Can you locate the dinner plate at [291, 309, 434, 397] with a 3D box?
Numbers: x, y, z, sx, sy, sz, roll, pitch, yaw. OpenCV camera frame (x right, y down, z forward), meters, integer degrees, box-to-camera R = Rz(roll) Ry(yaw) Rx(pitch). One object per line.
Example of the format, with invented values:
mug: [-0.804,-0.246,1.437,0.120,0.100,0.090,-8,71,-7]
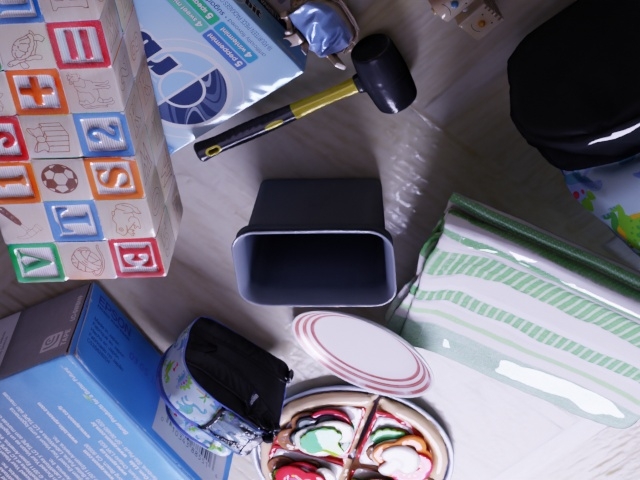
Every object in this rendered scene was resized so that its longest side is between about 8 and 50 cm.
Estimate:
dinner plate: [0.040,0.100,1.624,0.141,0.017,0.141,20,151,11]

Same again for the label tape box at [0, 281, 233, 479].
label tape box: [-0.289,0.201,1.717,0.333,0.106,0.241,-22,125,25]

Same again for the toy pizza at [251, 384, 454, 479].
toy pizza: [0.031,0.219,1.746,0.201,0.032,0.201,3,131,4]

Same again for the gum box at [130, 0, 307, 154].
gum box: [-0.130,-0.154,1.429,0.184,0.041,0.157,-28,123,29]

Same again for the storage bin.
storage bin: [0.000,0.000,1.517,0.135,0.091,0.098,0,131,8]

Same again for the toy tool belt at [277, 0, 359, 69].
toy tool belt: [-0.007,-0.173,1.391,0.052,0.051,0.083,-33,120,30]

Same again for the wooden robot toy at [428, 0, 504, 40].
wooden robot toy: [0.092,-0.223,1.327,0.079,0.076,0.173,-37,119,20]

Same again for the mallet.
mallet: [-0.011,-0.101,1.449,0.189,0.039,0.062,-28,127,18]

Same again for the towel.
towel: [0.185,0.072,1.471,0.247,0.038,0.325,23,160,2]

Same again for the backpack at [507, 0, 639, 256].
backpack: [0.361,-0.057,1.340,0.355,0.273,0.290,28,136,-35]

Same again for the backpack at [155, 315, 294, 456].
backpack: [-0.097,0.136,1.640,0.114,0.105,0.084,38,124,-18]

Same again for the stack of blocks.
stack of blocks: [-0.223,-0.105,1.397,0.171,0.087,0.297,-2,131,10]
